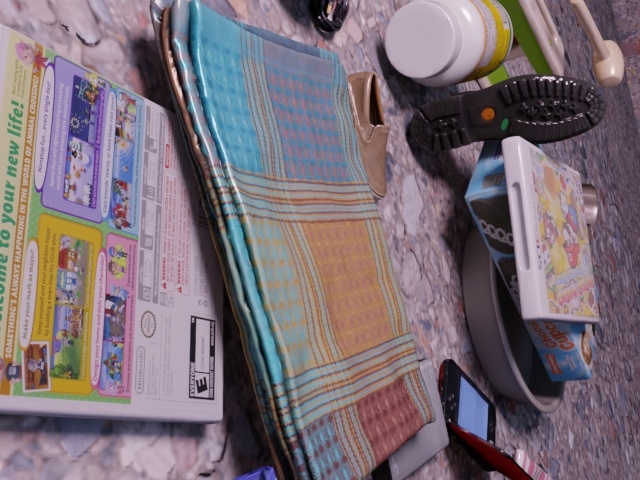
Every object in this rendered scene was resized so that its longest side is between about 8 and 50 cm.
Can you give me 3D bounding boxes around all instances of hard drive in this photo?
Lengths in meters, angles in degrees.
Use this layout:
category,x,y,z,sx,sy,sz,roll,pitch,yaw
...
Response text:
category,x,y,z,sx,sy,sz,roll,pitch,yaw
hard drive,0.083,0.176,0.720,0.135,0.022,0.094,-6,83,-58

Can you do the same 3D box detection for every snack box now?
category,x,y,z,sx,sy,sz,roll,pitch,yaw
snack box,0.295,0.012,0.977,0.322,0.060,0.187,59,37,-26

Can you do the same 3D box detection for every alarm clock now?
category,x,y,z,sx,sy,sz,roll,pitch,yaw
alarm clock,0.438,-0.033,1.265,0.192,0.064,0.129,-88,-175,-72

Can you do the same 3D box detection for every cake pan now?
category,x,y,z,sx,sy,sz,roll,pitch,yaw
cake pan,0.275,0.095,1.024,0.293,0.054,0.293,28,55,-50

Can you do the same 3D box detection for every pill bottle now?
category,x,y,z,sx,sy,sz,roll,pitch,yaw
pill bottle,0.162,-0.255,0.922,0.208,0.117,0.118,-28,102,-58

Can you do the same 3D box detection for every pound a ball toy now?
category,x,y,z,sx,sy,sz,roll,pitch,yaw
pound a ball toy,0.318,-0.361,1.124,0.319,0.208,0.136,46,43,-38

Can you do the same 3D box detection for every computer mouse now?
category,x,y,z,sx,sy,sz,roll,pitch,yaw
computer mouse,0.025,-0.327,0.807,0.071,0.041,0.242,36,50,-47

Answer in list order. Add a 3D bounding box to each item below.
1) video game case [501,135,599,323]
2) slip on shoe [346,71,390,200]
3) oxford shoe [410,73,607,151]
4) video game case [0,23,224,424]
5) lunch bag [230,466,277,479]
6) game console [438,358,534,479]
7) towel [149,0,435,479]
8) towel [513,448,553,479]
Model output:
category,x,y,z,sx,sy,sz,roll,pitch,yaw
video game case,0.286,-0.003,0.888,0.227,0.026,0.206,11,72,-54
slip on shoe,0.053,-0.111,0.766,0.051,0.041,0.135,-4,81,-58
oxford shoe,0.228,-0.161,0.893,0.096,0.227,0.083,-46,132,-69
video game case,-0.131,0.002,0.451,0.193,0.023,0.212,23,60,-53
lunch bag,-0.062,0.216,0.407,0.151,0.096,0.129,-17,92,-49
game console,0.200,0.214,0.829,0.144,0.085,0.124,47,42,-39
towel,0.000,0.000,0.599,0.271,0.040,0.370,-6,79,-63
towel,0.304,0.382,0.981,0.197,0.029,0.144,45,42,-40
